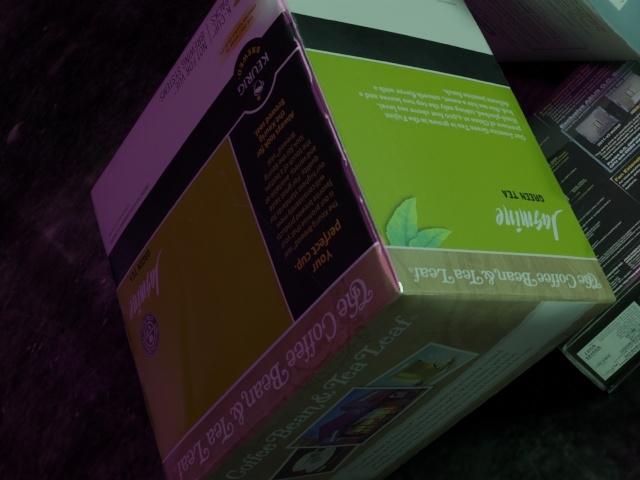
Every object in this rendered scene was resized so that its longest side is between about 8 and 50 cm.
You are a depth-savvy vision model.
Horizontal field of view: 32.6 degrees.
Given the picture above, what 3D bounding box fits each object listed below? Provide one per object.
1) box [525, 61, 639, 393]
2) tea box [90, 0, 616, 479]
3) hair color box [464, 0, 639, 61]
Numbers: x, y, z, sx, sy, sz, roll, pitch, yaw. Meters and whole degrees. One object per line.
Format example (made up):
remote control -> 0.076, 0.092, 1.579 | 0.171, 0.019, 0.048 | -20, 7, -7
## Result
box -> 0.272, -0.061, 0.917 | 0.307, 0.076, 0.242 | -46, 34, 9
tea box -> 0.000, 0.000, 0.897 | 0.329, 0.220, 0.324 | -46, 52, 41
hair color box -> 0.178, -0.268, 1.036 | 0.114, 0.185, 0.374 | -52, 18, -4
